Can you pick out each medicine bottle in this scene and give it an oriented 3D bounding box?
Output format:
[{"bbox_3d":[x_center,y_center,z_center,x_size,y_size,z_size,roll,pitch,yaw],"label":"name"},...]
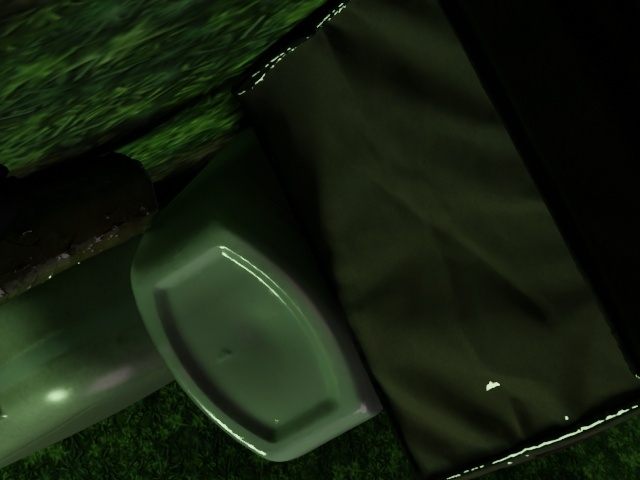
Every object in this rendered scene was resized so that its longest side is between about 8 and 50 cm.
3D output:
[{"bbox_3d":[-0.182,0.076,1.130,0.282,0.123,0.375,-27,178,-39],"label":"medicine bottle"},{"bbox_3d":[0.000,0.000,0.914,0.111,0.161,0.296,-31,-170,24],"label":"medicine bottle"}]

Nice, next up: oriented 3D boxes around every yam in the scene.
[{"bbox_3d":[-0.151,-0.001,0.770,0.132,0.054,0.054,-28,177,-27],"label":"yam"}]

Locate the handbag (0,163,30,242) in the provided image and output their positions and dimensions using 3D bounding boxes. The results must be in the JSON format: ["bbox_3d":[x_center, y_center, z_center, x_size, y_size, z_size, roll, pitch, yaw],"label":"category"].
[{"bbox_3d":[-0.237,0.066,0.416,0.288,0.152,0.342,-41,174,16],"label":"handbag"}]

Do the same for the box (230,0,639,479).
[{"bbox_3d":[0.099,-0.026,0.742,0.153,0.252,0.188,-19,171,-37],"label":"box"}]
